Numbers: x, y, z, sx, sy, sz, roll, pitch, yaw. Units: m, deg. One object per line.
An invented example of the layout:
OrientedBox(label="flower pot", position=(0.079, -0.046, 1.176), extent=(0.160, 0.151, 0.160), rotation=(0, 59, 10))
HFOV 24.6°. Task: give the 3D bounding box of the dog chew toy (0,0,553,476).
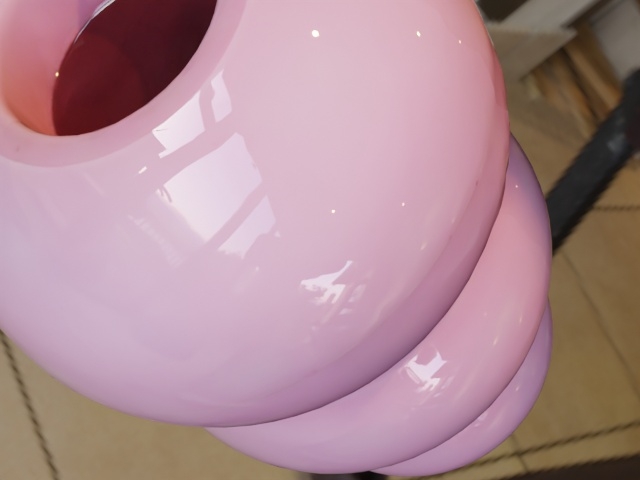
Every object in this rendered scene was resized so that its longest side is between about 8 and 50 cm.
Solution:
OrientedBox(label="dog chew toy", position=(0.000, 0.000, 0.591), extent=(0.332, 0.207, 0.206), rotation=(45, 27, -53))
